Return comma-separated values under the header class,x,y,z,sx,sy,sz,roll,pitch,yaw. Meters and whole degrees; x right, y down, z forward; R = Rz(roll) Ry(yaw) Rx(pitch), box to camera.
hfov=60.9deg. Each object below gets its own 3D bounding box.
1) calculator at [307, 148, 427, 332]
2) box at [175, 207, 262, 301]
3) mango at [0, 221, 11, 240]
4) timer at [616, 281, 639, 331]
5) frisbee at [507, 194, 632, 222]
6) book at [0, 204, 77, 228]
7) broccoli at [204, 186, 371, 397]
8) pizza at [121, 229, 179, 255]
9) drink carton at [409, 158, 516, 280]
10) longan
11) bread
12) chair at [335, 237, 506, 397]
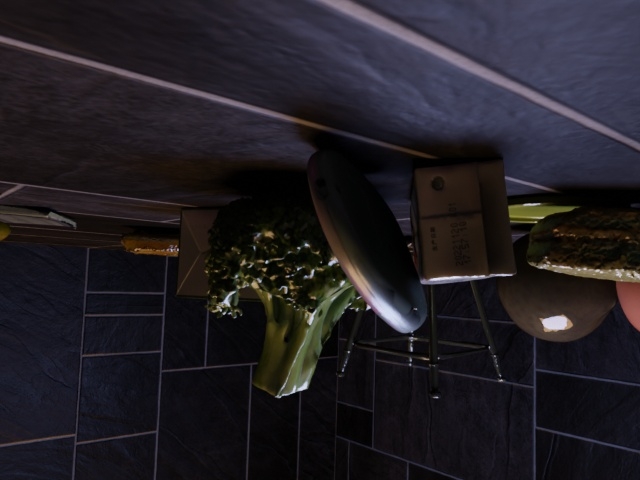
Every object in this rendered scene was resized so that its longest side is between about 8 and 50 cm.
class,x,y,z,sx,sy,sz,roll,pitch,yaw
calculator,0.063,0.007,0.610,0.041,0.185,0.299,-24,149,16
box,-0.162,0.030,1.084,0.195,0.177,0.148,0,174,21
mango,-0.843,-0.022,1.309,0.163,0.089,0.111,-7,-171,-12
timer,0.619,0.064,0.898,0.215,0.229,0.230,-15,165,41
frisbee,0.374,-0.049,0.886,0.236,0.017,0.236,1,176,0
book,-0.656,-0.054,1.219,0.158,0.026,0.231,6,174,-10
broccoli,-0.035,0.054,0.839,0.375,0.302,0.249,10,-149,-53
pizza,-0.419,0.011,1.595,0.251,0.074,0.287,4,177,1
drink carton,0.176,-0.008,0.729,0.107,0.130,0.315,-7,175,9
longan,0.512,0.092,1.171,0.258,0.258,0.258,2,175,0
bread,0.409,0.005,0.794,0.196,0.102,0.138,5,173,7
chair,0.302,0.204,1.611,0.365,0.409,0.362,6,175,-43
